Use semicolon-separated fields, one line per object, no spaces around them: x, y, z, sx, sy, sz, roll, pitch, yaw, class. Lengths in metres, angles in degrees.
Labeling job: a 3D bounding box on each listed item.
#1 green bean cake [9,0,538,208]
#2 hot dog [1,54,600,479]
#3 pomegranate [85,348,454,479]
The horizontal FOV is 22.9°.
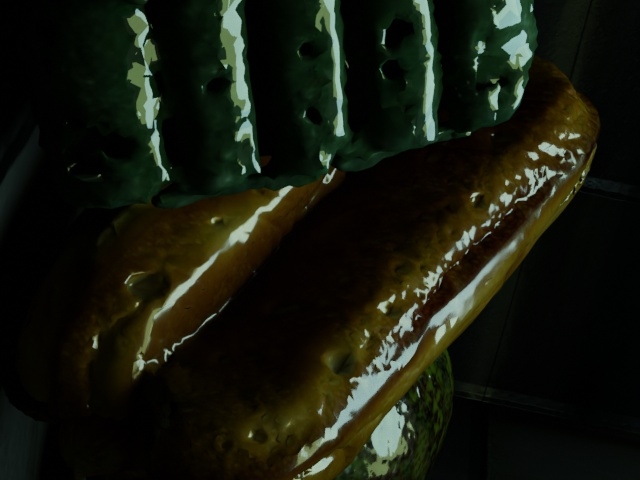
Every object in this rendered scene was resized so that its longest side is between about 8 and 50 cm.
-0.032;-0.102;0.631;0.208;0.193;0.107;-126;-159;-59;green bean cake
0.000;0.000;0.714;0.349;0.158;0.117;-48;176;-43;hot dog
-0.056;0.067;0.873;0.204;0.276;0.222;-40;-148;11;pomegranate
